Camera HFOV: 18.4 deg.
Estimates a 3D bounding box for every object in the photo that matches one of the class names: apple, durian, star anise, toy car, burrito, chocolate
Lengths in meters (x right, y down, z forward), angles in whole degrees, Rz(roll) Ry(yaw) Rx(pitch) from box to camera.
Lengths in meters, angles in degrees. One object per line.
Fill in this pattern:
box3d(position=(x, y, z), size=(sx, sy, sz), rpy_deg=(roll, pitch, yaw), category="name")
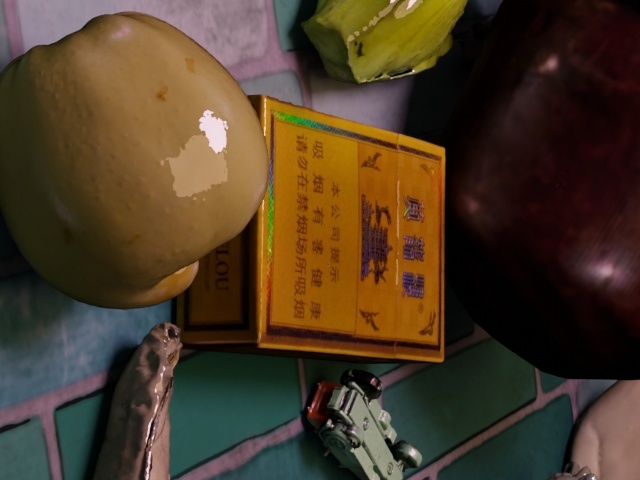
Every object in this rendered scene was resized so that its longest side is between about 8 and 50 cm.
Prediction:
box3d(position=(-0.127, -0.053, 1.319), size=(0.200, 0.200, 0.200), rpy_deg=(6, 83, -59), category="apple")
box3d(position=(0.069, -0.211, 1.740), size=(0.250, 0.101, 0.139), rpy_deg=(-39, 156, -53), category="durian")
box3d(position=(0.177, -0.160, 1.948), size=(0.124, 0.056, 0.129), rpy_deg=(-40, 121, -51), category="star anise")
box3d(position=(0.038, 0.175, 1.701), size=(0.143, 0.054, 0.073), rpy_deg=(61, 41, -44), category="toy car")
box3d(position=(-0.130, 0.165, 1.411), size=(0.058, 0.063, 0.229), rpy_deg=(34, 57, -42), category="burrito")
box3d(position=(0.258, -0.049, 1.818), size=(0.331, 0.384, 0.384), rpy_deg=(-53, 147, 8), category="chocolate")

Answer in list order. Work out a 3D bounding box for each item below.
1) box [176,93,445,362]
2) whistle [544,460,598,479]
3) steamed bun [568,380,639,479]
box3d(position=(0.000, 0.000, 1.617), size=(0.301, 0.084, 0.192), rpy_deg=(11, 79, -58), category="box")
box3d(position=(0.225, 0.326, 1.963), size=(0.092, 0.110, 0.244), rpy_deg=(30, 58, -18), category="whistle")
box3d(position=(0.428, 0.300, 2.101), size=(0.233, 0.312, 0.334), rpy_deg=(40, 62, -48), category="steamed bun")
